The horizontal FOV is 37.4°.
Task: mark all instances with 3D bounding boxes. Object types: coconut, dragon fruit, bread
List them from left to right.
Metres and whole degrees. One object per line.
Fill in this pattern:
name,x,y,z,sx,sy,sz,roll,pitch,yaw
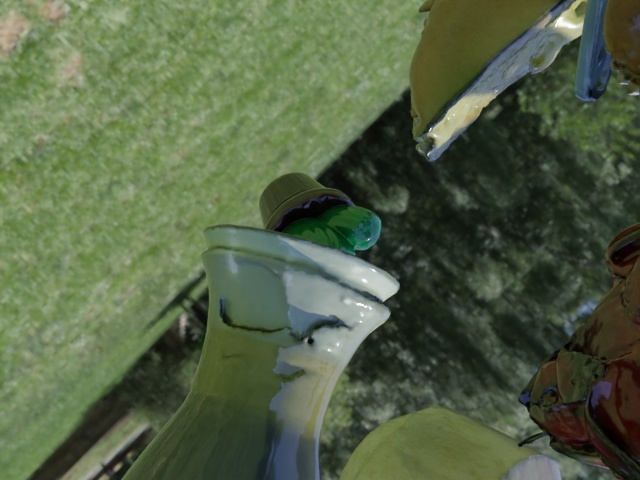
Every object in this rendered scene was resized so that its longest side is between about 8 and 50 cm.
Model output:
coconut,0.182,0.368,1.201,0.329,0.329,0.329,-45,-179,1
bread,0.166,-0.217,0.994,0.251,0.133,0.174,-40,164,1
dragon fruit,0.263,0.088,0.678,0.293,0.234,0.234,-10,-154,42

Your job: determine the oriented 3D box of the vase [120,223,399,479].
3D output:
vase,-0.055,0.159,0.524,0.173,0.173,0.321,139,-30,-76

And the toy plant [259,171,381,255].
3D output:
toy plant,0.000,0.000,1.107,0.143,0.200,0.105,-30,140,-4

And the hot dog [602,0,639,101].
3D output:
hot dog,0.238,-0.172,0.436,0.075,0.144,0.268,6,124,-47

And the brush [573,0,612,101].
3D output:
brush,0.148,-0.196,0.535,0.068,0.060,0.297,-58,155,-31
